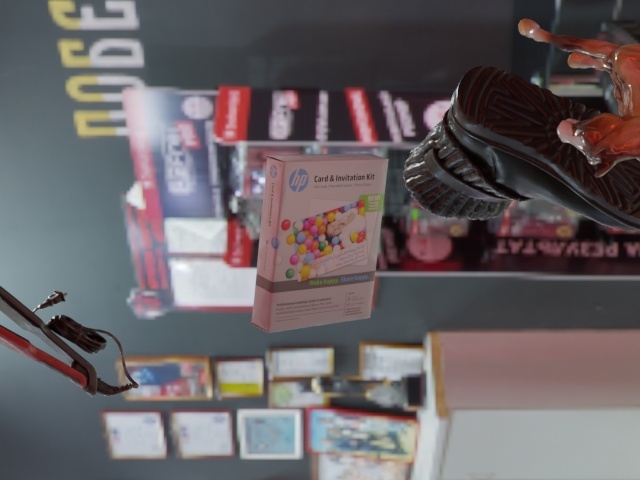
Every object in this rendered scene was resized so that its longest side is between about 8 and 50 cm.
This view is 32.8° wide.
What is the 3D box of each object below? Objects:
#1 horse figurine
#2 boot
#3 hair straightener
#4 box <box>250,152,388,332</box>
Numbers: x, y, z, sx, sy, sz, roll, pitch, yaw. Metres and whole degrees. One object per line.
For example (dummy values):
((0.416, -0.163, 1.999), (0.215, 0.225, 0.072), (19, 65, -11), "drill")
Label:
((0.259, -0.108, 0.739), (0.174, 0.263, 0.066), (-125, 38, -57), "horse figurine")
((0.299, -0.084, 1.520), (0.131, 0.348, 0.260), (-55, -6, -28), "boot")
((-0.290, 0.096, 1.193), (0.047, 0.230, 0.089), (-20, 42, 54), "hair straightener")
((0.000, 0.000, 1.181), (0.038, 0.145, 0.186), (21, 110, 49), "box")
